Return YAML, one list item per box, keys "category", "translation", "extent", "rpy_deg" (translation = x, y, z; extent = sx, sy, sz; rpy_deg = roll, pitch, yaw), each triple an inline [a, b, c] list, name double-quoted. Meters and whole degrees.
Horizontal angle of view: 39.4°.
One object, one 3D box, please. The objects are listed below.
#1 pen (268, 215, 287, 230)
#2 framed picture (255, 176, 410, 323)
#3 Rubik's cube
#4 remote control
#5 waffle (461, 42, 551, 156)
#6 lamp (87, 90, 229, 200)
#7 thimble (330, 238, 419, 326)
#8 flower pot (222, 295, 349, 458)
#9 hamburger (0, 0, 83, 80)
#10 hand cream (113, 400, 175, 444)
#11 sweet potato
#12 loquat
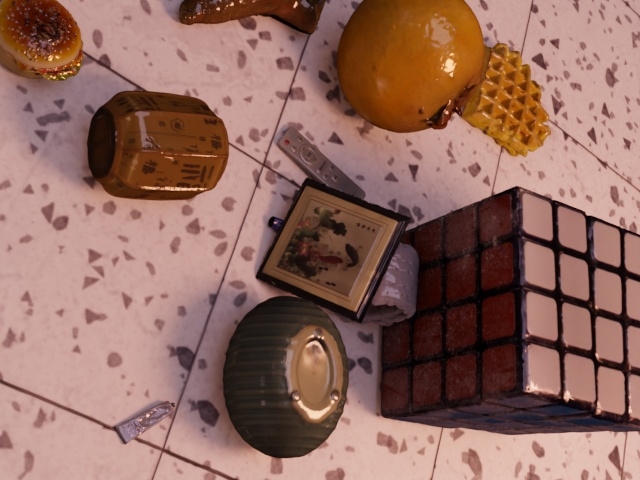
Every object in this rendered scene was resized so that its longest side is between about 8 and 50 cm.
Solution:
- category: "pen"
  translation: [0.000, 0.000, 1.526]
  extent: [0.204, 0.025, 0.025]
  rpy_deg: [21, 65, -29]
- category: "framed picture"
  translation: [0.020, 0.010, 1.443]
  extent: [0.195, 0.010, 0.199]
  rpy_deg: [22, 73, 15]
- category: "Rubik's cube"
  translation: [0.331, 0.144, 1.529]
  extent: [0.337, 0.344, 0.343]
  rpy_deg: [16, 69, -33]
- category: "remote control"
  translation: [0.001, -0.123, 1.564]
  extent: [0.184, 0.027, 0.050]
  rpy_deg: [42, 55, -14]
- category: "waffle"
  translation: [0.411, -0.295, 1.896]
  extent: [0.219, 0.057, 0.229]
  rpy_deg: [33, 59, -25]
- category: "lamp"
  translation: [-0.237, -0.137, 1.311]
  extent: [0.185, 0.161, 0.161]
  rpy_deg: [1, 76, -36]
- category: "thimble"
  translation: [0.086, 0.071, 1.487]
  extent: [0.127, 0.151, 0.117]
  rpy_deg: [43, 47, -56]
- category: "flower pot"
  translation: [-0.050, 0.203, 1.346]
  extent: [0.189, 0.157, 0.243]
  rpy_deg: [11, 72, -35]
- category: "hamburger"
  translation: [-0.402, -0.289, 1.276]
  extent: [0.127, 0.081, 0.141]
  rpy_deg: [-19, 87, -39]
- category: "hand cream"
  translation: [-0.247, 0.255, 1.273]
  extent: [0.093, 0.019, 0.030]
  rpy_deg: [-28, 93, -36]
- category: "sweet potato"
  translation: [-0.109, -0.405, 1.525]
  extent: [0.286, 0.085, 0.112]
  rpy_deg: [-13, 89, -38]
- category: "loquat"
  translation: [0.164, -0.317, 1.591]
  extent: [0.275, 0.275, 0.274]
  rpy_deg: [11, 70, -34]
